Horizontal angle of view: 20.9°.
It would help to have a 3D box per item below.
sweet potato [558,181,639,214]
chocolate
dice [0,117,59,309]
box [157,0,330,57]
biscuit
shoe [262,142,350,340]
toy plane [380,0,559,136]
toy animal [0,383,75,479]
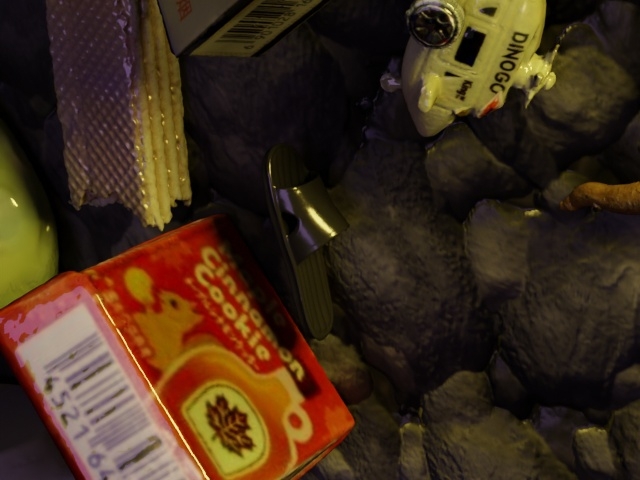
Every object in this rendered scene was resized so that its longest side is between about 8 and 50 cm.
[{"bbox_3d":[0.204,-0.029,1.147,0.115,0.026,0.026,5,113,42],"label":"sweet potato"},{"bbox_3d":[-0.105,0.107,1.348,0.108,0.235,0.237,-36,84,32],"label":"chocolate"},{"bbox_3d":[-0.406,0.003,1.539,0.254,0.252,0.249,-29,89,47],"label":"dice"},{"bbox_3d":[-0.009,-0.272,1.135,0.310,0.084,0.198,-33,68,45],"label":"box"},{"bbox_3d":[-0.164,-0.129,1.397,0.108,0.062,0.238,15,118,38],"label":"biscuit"},{"bbox_3d":[0.000,0.000,1.318,0.053,0.062,0.159,-1,109,28],"label":"shoe"},{"bbox_3d":[0.125,-0.171,1.109,0.108,0.092,0.286,26,129,4],"label":"toy plane"},{"bbox_3d":[-0.291,0.326,1.638,0.241,0.196,0.367,14,115,24],"label":"toy animal"}]
